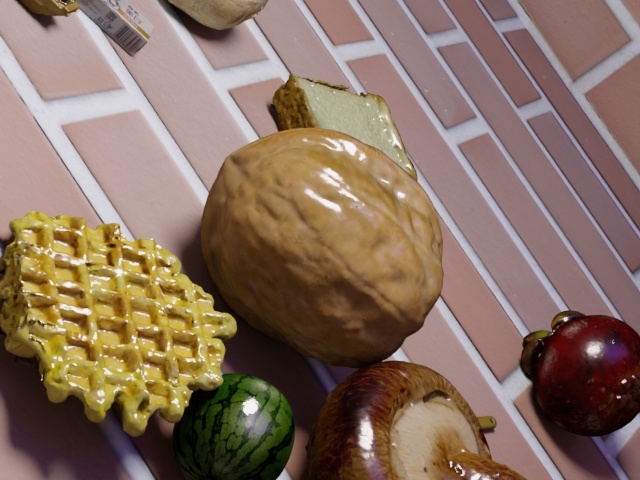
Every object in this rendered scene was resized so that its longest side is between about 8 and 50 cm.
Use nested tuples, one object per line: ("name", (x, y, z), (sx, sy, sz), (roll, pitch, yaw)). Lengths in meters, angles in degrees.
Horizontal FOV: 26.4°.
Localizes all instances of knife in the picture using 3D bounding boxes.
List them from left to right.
("knife", (0.212, 0.293, 2.103), (0.256, 0.022, 0.046), (5, 58, -54))

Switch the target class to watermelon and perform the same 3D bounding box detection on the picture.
("watermelon", (-0.104, 0.241, 1.572), (0.140, 0.140, 0.187), (42, 41, -20))

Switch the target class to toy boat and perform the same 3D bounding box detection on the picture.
("toy boat", (-0.406, -0.387, 1.874), (0.200, 0.077, 0.057), (50, 28, -6))

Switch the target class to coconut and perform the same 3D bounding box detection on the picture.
("coconut", (-0.160, -0.430, 2.189), (0.194, 0.194, 0.194), (36, 33, -28))

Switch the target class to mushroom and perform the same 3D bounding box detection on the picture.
("mushroom", (0.111, 0.317, 1.755), (0.345, 0.239, 0.345), (43, 9, -9))

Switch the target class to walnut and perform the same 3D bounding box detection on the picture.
("walnut", (-0.003, 0.002, 1.836), (0.344, 0.306, 0.306), (45, 29, -16))

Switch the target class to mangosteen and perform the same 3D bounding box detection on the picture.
("mangosteen", (0.452, 0.221, 2.379), (0.215, 0.215, 0.257), (30, 1, -37))

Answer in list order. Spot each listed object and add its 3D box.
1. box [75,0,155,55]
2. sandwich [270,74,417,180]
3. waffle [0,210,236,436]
("box", (-0.336, -0.364, 1.991), (0.218, 0.039, 0.055), (43, 31, -19))
("sandwich", (0.045, -0.158, 2.281), (0.251, 0.087, 0.226), (1, 56, -53))
("waffle", (-0.244, 0.084, 1.543), (0.307, 0.060, 0.312), (33, 29, 2))
